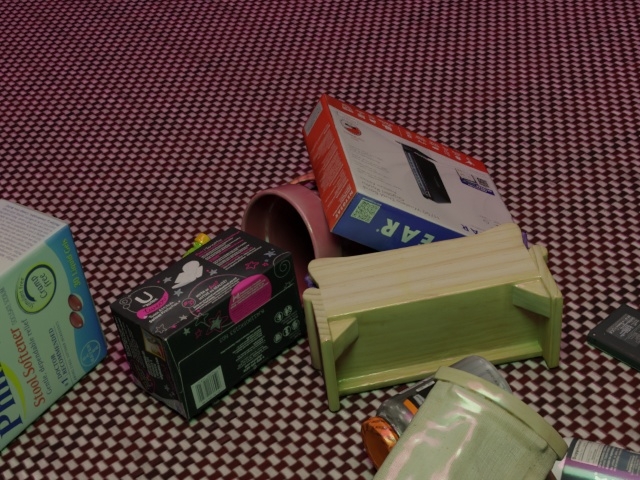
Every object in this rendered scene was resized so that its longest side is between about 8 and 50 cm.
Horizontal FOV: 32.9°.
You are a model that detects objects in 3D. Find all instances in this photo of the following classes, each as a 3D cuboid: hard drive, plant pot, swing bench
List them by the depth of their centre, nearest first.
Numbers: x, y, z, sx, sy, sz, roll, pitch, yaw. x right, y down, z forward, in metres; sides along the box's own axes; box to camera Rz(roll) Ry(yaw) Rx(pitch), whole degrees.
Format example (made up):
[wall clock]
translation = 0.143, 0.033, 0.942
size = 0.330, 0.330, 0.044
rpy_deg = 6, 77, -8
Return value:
[swing bench]
translation = 0.156, 0.323, 1.186
size = 0.165, 0.254, 0.253
rpy_deg = 19, 57, 31
[hard drive]
translation = 0.475, 0.150, 1.589
size = 0.094, 0.022, 0.135
rpy_deg = -32, 44, -29
[plant pot]
translation = 0.000, 0.000, 1.743
size = 0.180, 0.201, 0.201
rpy_deg = -15, 35, -38

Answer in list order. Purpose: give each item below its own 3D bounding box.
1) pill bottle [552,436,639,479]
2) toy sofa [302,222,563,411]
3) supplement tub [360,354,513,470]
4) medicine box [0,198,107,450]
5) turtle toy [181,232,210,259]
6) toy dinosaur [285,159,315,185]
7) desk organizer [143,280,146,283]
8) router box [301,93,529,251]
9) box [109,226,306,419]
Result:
[pill bottle]
translation = 0.331, 0.303, 1.341
size = 0.180, 0.108, 0.108
rpy_deg = 10, 40, 22
[toy sofa]
translation = 0.160, 0.109, 1.587
size = 0.362, 0.150, 0.177
rpy_deg = -11, 39, -4
[supplement tub]
translation = 0.156, 0.241, 1.444
size = 0.190, 0.117, 0.117
rpy_deg = -25, 41, -21
[medicine box]
translation = -0.481, 0.134, 1.569
size = 0.149, 0.263, 0.289
rpy_deg = 17, 44, 29
[turtle toy]
translation = -0.180, 0.053, 1.788
size = 0.130, 0.066, 0.095
rpy_deg = 27, 72, 33
[toy dinosaur]
translation = 0.004, -0.125, 1.995
size = 0.211, 0.064, 0.112
rpy_deg = -8, 38, -1
[desk organizer]
translation = -0.271, 0.124, 1.728
size = 0.050, 0.047, 0.130
rpy_deg = 2, 38, 9
[router box]
translation = 0.151, -0.075, 1.747
size = 0.335, 0.082, 0.301
rpy_deg = 20, 30, -24
[box]
translation = -0.164, 0.118, 1.621
size = 0.247, 0.163, 0.142
rpy_deg = -34, 41, -31
